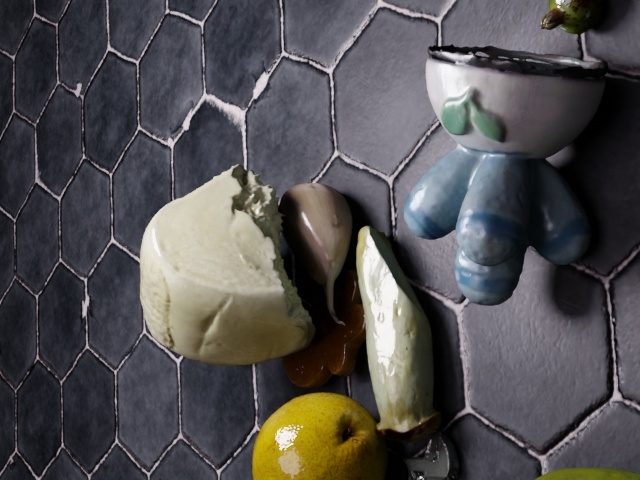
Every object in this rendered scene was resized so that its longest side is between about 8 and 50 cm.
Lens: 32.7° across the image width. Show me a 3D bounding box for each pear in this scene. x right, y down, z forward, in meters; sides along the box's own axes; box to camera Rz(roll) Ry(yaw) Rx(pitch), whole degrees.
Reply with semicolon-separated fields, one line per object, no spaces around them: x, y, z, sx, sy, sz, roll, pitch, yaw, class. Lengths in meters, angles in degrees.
0.005;0.328;1.636;0.209;0.209;0.209;-7;81;50;pear

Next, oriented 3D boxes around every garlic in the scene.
0.000;0.000;1.734;0.128;0.148;0.266;-25;37;4;garlic

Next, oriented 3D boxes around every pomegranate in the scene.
0.321;-0.302;1.400;0.073;0.084;0.073;13;107;49;pomegranate

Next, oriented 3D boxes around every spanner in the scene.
0.140;0.429;1.598;0.093;0.026;0.325;25;107;48;spanner

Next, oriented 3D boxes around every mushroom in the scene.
0.113;0.133;1.614;0.107;0.087;0.333;-17;68;33;mushroom

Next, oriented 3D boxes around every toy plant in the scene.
0.231;-0.078;1.404;0.247;0.247;0.332;22;110;50;toy plant

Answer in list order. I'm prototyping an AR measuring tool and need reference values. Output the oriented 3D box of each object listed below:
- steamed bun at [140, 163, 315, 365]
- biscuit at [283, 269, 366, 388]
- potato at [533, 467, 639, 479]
-0.135;0.073;1.720;0.272;0.273;0.290;49;157;33;steamed bun
0.012;0.148;1.767;0.236;0.039;0.180;-43;48;40;biscuit
0.338;0.357;1.270;0.253;0.148;0.186;17;115;42;potato
